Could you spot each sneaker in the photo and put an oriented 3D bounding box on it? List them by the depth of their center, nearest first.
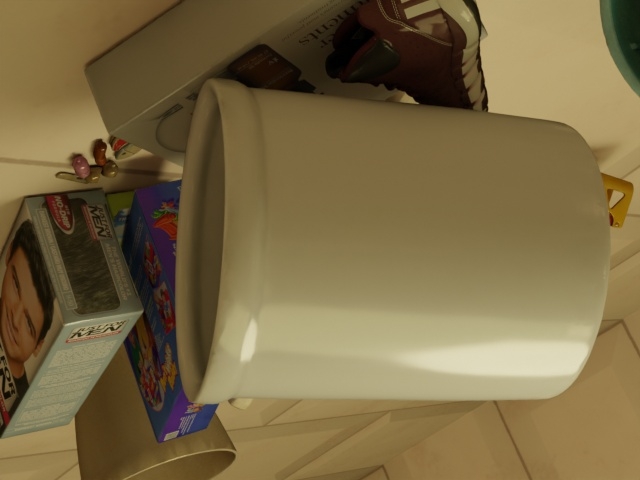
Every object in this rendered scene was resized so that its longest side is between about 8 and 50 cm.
[{"bbox_3d":[0.089,-0.189,1.313,0.162,0.106,0.281,-17,152,2],"label":"sneaker"}]

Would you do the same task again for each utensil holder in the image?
[{"bbox_3d":[0.061,0.009,1.266,0.385,0.328,0.327,3,152,-13],"label":"utensil holder"}]

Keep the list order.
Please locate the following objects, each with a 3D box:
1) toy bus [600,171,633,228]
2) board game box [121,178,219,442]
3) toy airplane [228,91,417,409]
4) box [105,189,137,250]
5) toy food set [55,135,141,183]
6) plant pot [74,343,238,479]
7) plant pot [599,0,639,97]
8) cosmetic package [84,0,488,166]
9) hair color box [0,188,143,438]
[{"bbox_3d":[0.442,-0.091,2.122,0.202,0.191,0.104,14,94,-59],"label":"toy bus"},{"bbox_3d":[-0.198,0.104,1.640,0.078,0.233,0.347,-14,158,-22],"label":"board game box"},{"bbox_3d":[0.000,0.000,1.618,0.272,0.386,0.384,23,144,-39],"label":"toy airplane"},{"bbox_3d":[-0.257,-0.019,1.670,0.109,0.042,0.178,-11,156,-31],"label":"box"},{"bbox_3d":[-0.265,-0.100,1.500,0.122,0.019,0.078,-34,156,26],"label":"toy food set"},{"bbox_3d":[-0.301,0.275,2.004,0.256,0.274,0.256,-20,158,-9],"label":"plant pot"},{"bbox_3d":[0.574,-0.299,1.500,0.341,0.341,0.334,-38,162,34],"label":"plant pot"},{"bbox_3d":[-0.030,-0.213,1.375,0.377,0.097,0.284,-31,160,17],"label":"cosmetic package"},{"bbox_3d":[-0.371,0.109,1.660,0.113,0.185,0.374,-8,154,-32],"label":"hair color box"}]
